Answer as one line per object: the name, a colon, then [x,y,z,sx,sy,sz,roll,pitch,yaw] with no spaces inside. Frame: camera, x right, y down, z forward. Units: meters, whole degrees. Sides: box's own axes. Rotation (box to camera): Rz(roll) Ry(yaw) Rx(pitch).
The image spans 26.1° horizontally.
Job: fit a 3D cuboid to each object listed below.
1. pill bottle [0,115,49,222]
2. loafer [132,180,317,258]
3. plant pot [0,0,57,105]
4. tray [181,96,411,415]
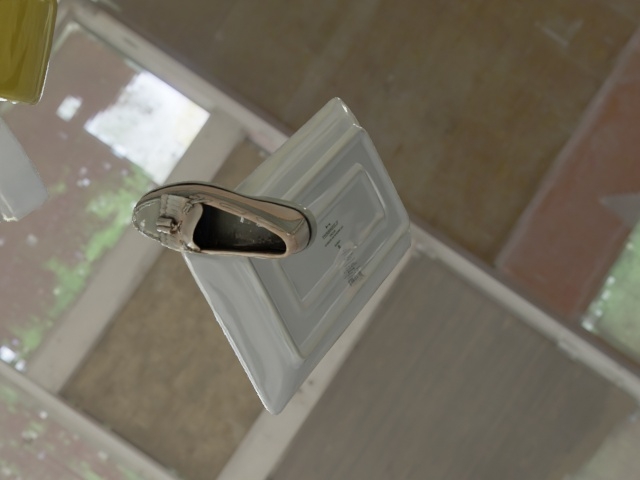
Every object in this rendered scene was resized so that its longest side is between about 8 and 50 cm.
pill bottle: [-0.333,-0.006,0.969,0.264,0.153,0.153,-37,-4,-12]
loafer: [-0.066,-0.010,0.874,0.039,0.125,0.045,-46,-42,-62]
plant pot: [-0.298,-0.236,0.965,0.254,0.254,0.239,-54,-23,-87]
tray: [0.000,0.000,1.039,0.030,0.145,0.270,-16,19,33]
